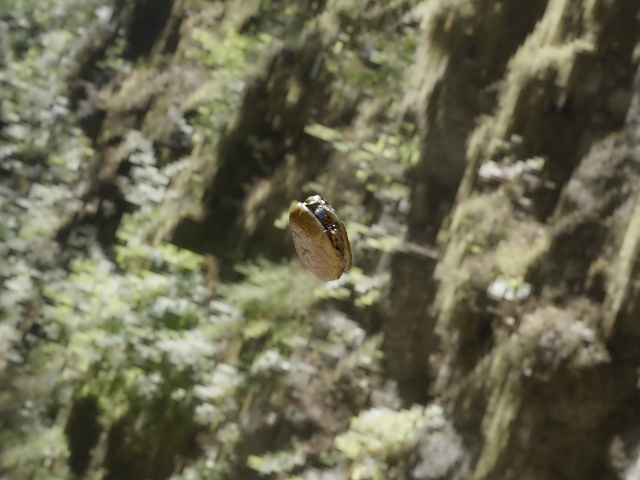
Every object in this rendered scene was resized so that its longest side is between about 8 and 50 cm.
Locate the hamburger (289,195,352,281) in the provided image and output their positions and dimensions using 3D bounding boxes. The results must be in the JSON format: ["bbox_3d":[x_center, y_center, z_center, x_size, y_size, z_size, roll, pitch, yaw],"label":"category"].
[{"bbox_3d":[0.000,0.000,1.439,0.076,0.044,0.083,45,-23,34],"label":"hamburger"}]
